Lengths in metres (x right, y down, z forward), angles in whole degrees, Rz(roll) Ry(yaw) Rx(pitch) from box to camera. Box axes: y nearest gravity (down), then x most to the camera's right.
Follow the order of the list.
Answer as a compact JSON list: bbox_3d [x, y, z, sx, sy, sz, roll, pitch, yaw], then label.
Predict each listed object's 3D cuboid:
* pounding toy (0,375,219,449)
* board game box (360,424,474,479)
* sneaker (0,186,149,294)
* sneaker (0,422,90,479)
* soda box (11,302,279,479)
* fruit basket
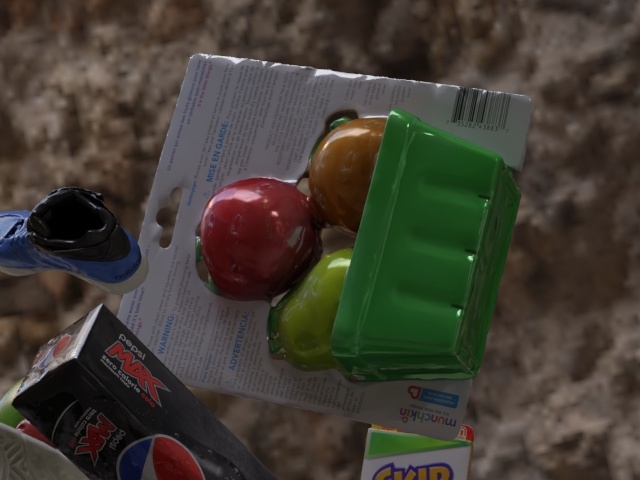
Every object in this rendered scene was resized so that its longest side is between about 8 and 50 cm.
[{"bbox_3d":[-0.229,0.193,1.913,0.236,0.183,0.110,6,-28,3],"label":"pounding toy"},{"bbox_3d":[0.101,0.328,2.165,0.124,0.259,0.039,6,-21,8],"label":"board game box"},{"bbox_3d":[-0.205,-0.010,1.398,0.152,0.058,0.084,15,-29,26],"label":"sneaker"},{"bbox_3d":[-0.241,0.231,1.560,0.350,0.131,0.148,16,-23,-26],"label":"sneaker"},{"bbox_3d":[-0.088,0.118,1.041,0.053,0.169,0.060,-35,20,26],"label":"soda box"},{"bbox_3d":[0.000,0.000,1.751,0.353,0.327,0.165,7,-15,26],"label":"fruit basket"}]
